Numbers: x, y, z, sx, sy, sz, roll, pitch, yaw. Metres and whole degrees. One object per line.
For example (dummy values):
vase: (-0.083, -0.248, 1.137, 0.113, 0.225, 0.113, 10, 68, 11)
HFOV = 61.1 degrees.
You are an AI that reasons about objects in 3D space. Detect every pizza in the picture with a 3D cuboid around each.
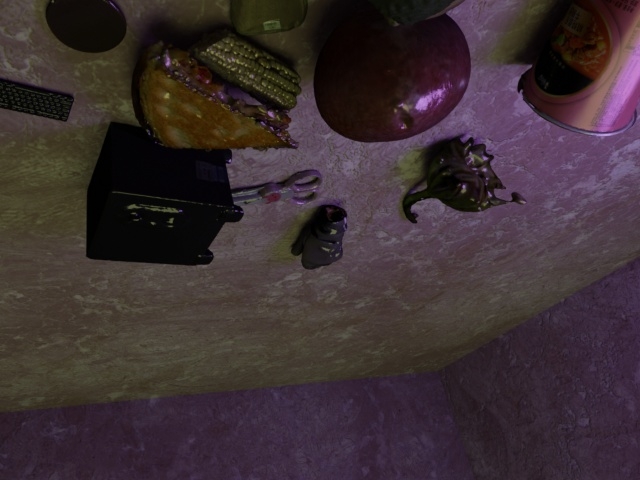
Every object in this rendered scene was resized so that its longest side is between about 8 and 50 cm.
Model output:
pizza: (-0.190, -0.232, 0.895, 0.287, 0.074, 0.251, 3, 162, 10)

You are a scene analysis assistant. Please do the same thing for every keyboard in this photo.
keyboard: (-0.515, -0.236, 0.879, 0.204, 0.013, 0.061, 7, 144, -35)

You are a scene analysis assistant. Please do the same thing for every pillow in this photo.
pillow: (-0.074, -0.392, 0.793, 0.130, 0.033, 0.217, -12, 152, -9)

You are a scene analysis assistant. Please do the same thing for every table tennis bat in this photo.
table tennis bat: (-0.339, -0.291, 0.756, 0.107, 0.119, 0.170, -18, 153, 4)

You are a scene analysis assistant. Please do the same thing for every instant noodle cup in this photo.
instant noodle cup: (0.521, -0.357, 0.982, 0.244, 0.244, 0.255, -8, 143, -13)

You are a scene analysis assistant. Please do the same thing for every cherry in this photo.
cherry: (0.111, -0.265, 0.876, 0.261, 0.307, 0.221, -19, 111, 14)

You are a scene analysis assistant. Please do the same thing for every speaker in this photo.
speaker: (-0.318, -0.075, 1.089, 0.254, 0.184, 0.232, 7, 145, -32)

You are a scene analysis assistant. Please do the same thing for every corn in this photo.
corn: (-0.118, -0.291, 0.911, 0.087, 0.087, 0.211, -32, 142, 29)

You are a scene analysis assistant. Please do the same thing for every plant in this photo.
plant: (0.300, -0.103, 1.369, 0.251, 0.180, 0.333, 23, 138, -35)

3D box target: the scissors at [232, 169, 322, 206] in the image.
scissors: (-0.115, -0.110, 1.283, 0.242, 0.031, 0.118, -12, 152, -15)

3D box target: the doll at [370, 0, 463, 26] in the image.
doll: (0.181, -0.403, 0.632, 0.247, 0.247, 0.349, 12, 158, -40)

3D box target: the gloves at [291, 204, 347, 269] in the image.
gloves: (-0.002, 0.005, 1.488, 0.142, 0.119, 0.285, 20, 151, 2)
